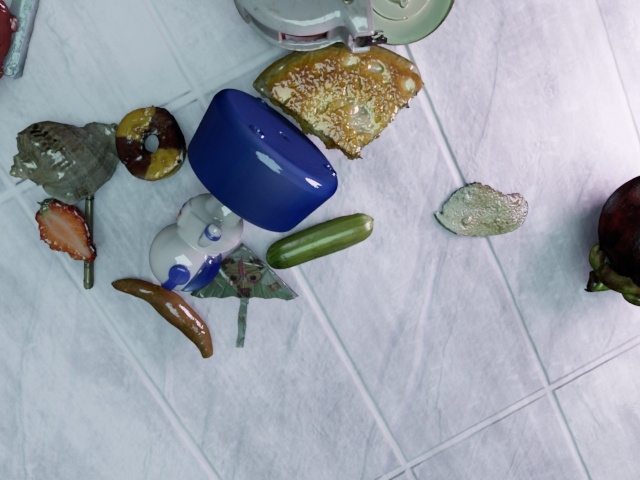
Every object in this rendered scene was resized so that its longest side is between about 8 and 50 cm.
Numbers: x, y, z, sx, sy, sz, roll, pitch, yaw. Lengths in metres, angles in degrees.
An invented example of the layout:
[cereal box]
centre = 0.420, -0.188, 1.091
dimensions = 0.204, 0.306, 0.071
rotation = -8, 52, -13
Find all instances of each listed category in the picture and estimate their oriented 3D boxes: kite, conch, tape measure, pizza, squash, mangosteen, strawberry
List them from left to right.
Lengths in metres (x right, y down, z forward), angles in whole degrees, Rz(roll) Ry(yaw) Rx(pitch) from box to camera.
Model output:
[strawberry]
centre = -0.484, -0.021, 1.109
dimensions = 0.104, 0.048, 0.152
rotation = -34, 102, 19
[conch]
centre = -0.462, -0.151, 1.065
dimensions = 0.207, 0.130, 0.155
rotation = -28, 122, -25
[kite]
centre = -0.160, 0.121, 1.215
dimensions = 0.229, 0.012, 0.250
rotation = 4, 115, 0
[tape measure]
centre = -0.024, -0.460, 0.999
dimensions = 0.265, 0.130, 0.258
rotation = -6, 91, -2
[squash]
centre = 0.000, 0.000, 1.195
dimensions = 0.238, 0.069, 0.069
rotation = -19, 108, -3
[pizza]
centre = 0.041, -0.267, 1.109
dimensions = 0.335, 0.086, 0.226
rotation = -7, 100, -12
[mangosteen]
centre = 0.720, -0.002, 1.208
dimensions = 0.311, 0.311, 0.311
rotation = -2, 106, -9

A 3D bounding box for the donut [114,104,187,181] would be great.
[donut]
centre = -0.310, -0.177, 1.079
dimensions = 0.140, 0.059, 0.141
rotation = 0, 86, 2

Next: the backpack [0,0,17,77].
[backpack]
centre = -0.632, -0.351, 0.955
dimensions = 0.229, 0.139, 0.229
rotation = 7, 116, 14

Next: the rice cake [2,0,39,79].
[rice cake]
centre = -0.526, -0.391, 1.015
dimensions = 0.043, 0.034, 0.211
rotation = 18, 102, -15

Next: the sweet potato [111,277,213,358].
[sweet potato]
centre = -0.308, 0.144, 1.191
dimensions = 0.255, 0.058, 0.078
rotation = 40, 116, -13

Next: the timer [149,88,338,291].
[timer]
centre = -0.181, -0.055, 1.078
dimensions = 0.270, 0.270, 0.383
rotation = 36, 111, -17

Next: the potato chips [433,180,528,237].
[potato chips]
centre = 0.352, -0.068, 1.257
dimensions = 0.209, 0.026, 0.142
rotation = -20, 111, -1

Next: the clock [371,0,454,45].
[clock]
centre = 0.151, -0.494, 1.101
dimensions = 0.234, 0.029, 0.235
rotation = -3, 106, -9

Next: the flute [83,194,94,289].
[flute]
centre = -0.456, -0.014, 1.137
dimensions = 0.027, 0.027, 0.233
rotation = 4, 105, -10
